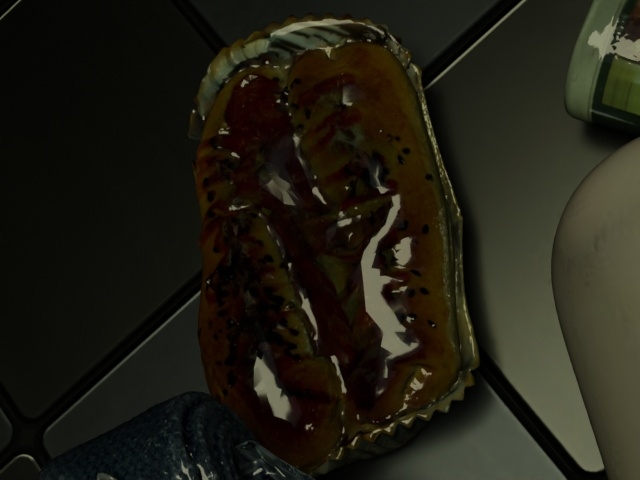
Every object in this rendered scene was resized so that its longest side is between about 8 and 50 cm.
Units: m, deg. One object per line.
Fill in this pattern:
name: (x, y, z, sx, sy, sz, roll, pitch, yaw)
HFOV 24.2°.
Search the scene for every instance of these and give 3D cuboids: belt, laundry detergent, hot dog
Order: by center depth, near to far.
belt: (-0.036, 0.171, 0.774, 0.128, 0.122, 0.218, -30, 112, 15)
laundry detergent: (0.249, -0.078, 0.790, 0.226, 0.070, 0.099, 21, 77, 22)
hot dog: (0.000, 0.000, 0.856, 0.163, 0.082, 0.270, -13, 73, 15)

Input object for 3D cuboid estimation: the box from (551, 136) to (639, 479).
box: (0.290, 0.045, 0.653, 0.349, 0.141, 0.288, -21, 71, 16)
